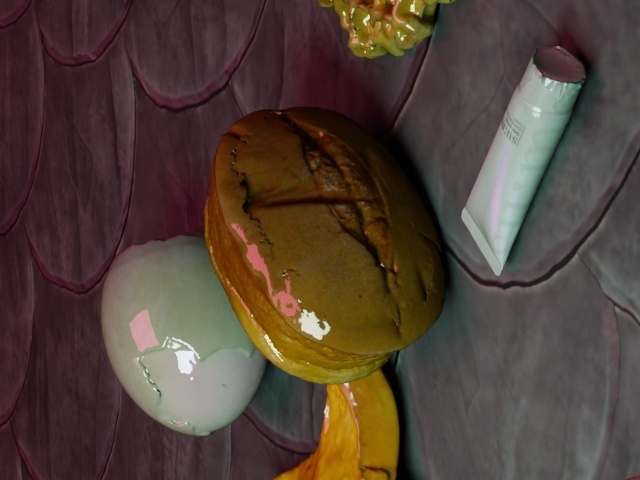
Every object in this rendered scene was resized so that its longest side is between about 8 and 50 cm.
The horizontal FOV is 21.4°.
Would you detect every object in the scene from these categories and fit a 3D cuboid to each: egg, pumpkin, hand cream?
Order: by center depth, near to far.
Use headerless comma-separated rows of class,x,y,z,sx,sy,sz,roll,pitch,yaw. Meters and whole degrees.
hand cream,0.164,-0.068,1.411,0.078,0.050,0.205,60,144,38
pumpkin,0.008,0.267,1.636,0.290,0.095,0.258,118,153,-43
egg,-0.141,0.104,1.815,0.183,0.183,0.217,-30,70,57

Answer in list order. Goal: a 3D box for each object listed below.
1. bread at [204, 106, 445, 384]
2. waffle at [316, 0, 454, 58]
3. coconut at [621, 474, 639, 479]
bread,0.000,0.000,1.557,0.270,0.195,0.143,67,151,23
waffle,0.060,-0.296,1.559,0.253,0.056,0.249,-60,44,46
coconut,0.239,0.282,1.118,0.259,0.259,0.259,9,101,59
